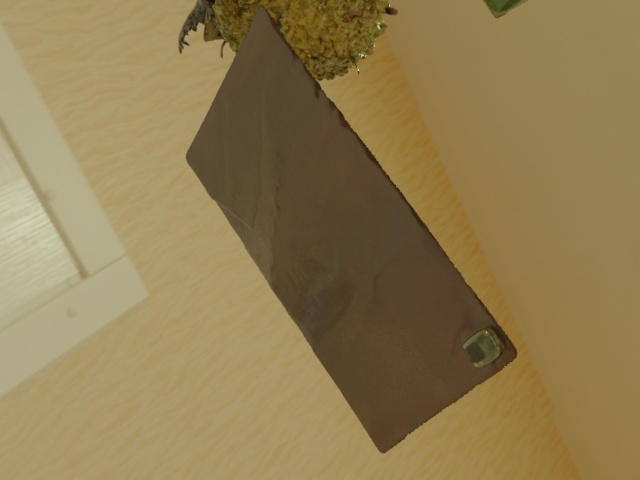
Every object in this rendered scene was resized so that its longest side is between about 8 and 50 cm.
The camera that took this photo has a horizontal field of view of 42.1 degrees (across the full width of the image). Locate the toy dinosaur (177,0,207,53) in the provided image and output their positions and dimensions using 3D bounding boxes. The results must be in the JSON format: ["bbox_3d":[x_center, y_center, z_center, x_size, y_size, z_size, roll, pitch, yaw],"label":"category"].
[{"bbox_3d":[-0.161,-0.346,1.175,0.082,0.039,0.209,43,-57,14],"label":"toy dinosaur"}]

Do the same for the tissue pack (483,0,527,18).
[{"bbox_3d":[0.207,-0.412,0.966,0.145,0.159,0.229,-24,-52,28],"label":"tissue pack"}]

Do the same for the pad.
[{"bbox_3d":[0.000,0.000,0.380,0.188,0.006,0.113,56,-40,16],"label":"pad"}]

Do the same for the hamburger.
[{"bbox_3d":[-0.034,-0.294,1.006,0.262,0.138,0.243,3,-40,-11],"label":"hamburger"}]
